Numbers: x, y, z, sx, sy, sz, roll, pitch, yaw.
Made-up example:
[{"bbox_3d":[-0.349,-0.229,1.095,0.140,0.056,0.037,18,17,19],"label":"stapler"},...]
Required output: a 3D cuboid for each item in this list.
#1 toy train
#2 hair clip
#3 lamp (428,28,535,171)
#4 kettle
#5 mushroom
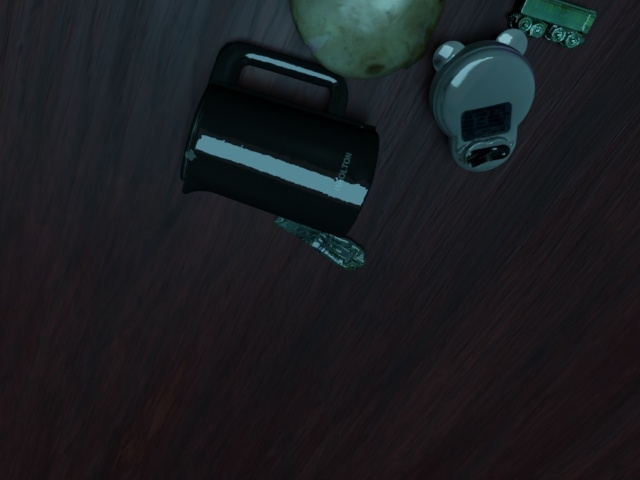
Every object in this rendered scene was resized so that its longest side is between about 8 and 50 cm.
[{"bbox_3d":[0.399,-0.384,0.903,0.148,0.038,0.070,12,116,-10],"label":"toy train"},{"bbox_3d":[0.000,-0.001,1.096,0.229,0.036,0.066,28,119,-25],"label":"hair clip"},{"bbox_3d":[0.287,-0.245,0.935,0.180,0.108,0.245,-8,122,6],"label":"lamp"},{"bbox_3d":[-0.064,-0.168,0.905,0.308,0.203,0.262,17,119,-10],"label":"kettle"},{"bbox_3d":[0.073,-0.370,0.803,0.255,0.184,0.254,-3,122,-5],"label":"mushroom"}]
